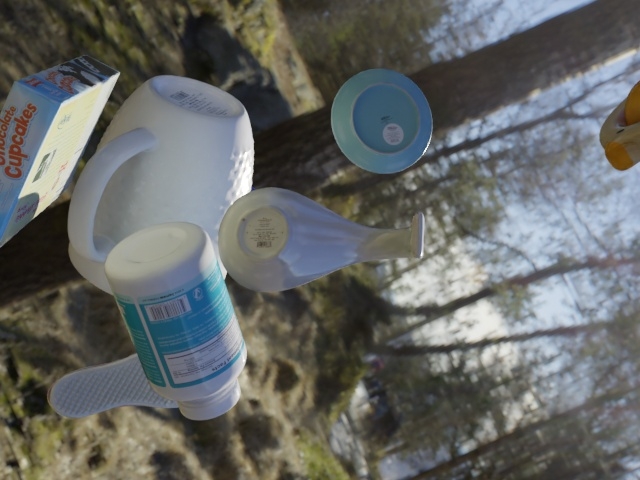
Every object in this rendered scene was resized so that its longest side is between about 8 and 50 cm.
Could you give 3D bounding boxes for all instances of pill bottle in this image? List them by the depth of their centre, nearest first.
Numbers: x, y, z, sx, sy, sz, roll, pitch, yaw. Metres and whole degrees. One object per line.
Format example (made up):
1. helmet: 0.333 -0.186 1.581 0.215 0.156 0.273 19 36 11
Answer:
1. pill bottle: -0.188 0.118 1.295 0.146 0.146 0.264 -109 -176 -62

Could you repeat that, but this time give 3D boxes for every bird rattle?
1. bird rattle: 0.382 -0.163 0.982 0.143 0.207 0.253 47 32 -19

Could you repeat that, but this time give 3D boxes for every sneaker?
1. sneaker: -0.335 0.249 1.656 0.161 0.282 0.102 153 -67 -69

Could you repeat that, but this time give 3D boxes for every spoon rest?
1. spoon rest: 0.000 0.000 1.195 0.084 0.277 0.137 30 62 -70

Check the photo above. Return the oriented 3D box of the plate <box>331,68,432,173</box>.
1. plate: 0.111 -0.211 1.648 0.188 0.188 0.024 65 -17 -2

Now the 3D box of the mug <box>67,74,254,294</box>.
1. mug: -0.274 -0.084 1.548 0.276 0.328 0.374 29 25 18

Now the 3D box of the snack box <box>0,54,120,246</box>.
1. snack box: -0.338 -0.120 1.158 0.060 0.187 0.322 26 14 -8

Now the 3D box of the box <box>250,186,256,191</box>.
1. box: -0.149 -0.042 1.924 0.225 0.136 0.036 42 44 -17
